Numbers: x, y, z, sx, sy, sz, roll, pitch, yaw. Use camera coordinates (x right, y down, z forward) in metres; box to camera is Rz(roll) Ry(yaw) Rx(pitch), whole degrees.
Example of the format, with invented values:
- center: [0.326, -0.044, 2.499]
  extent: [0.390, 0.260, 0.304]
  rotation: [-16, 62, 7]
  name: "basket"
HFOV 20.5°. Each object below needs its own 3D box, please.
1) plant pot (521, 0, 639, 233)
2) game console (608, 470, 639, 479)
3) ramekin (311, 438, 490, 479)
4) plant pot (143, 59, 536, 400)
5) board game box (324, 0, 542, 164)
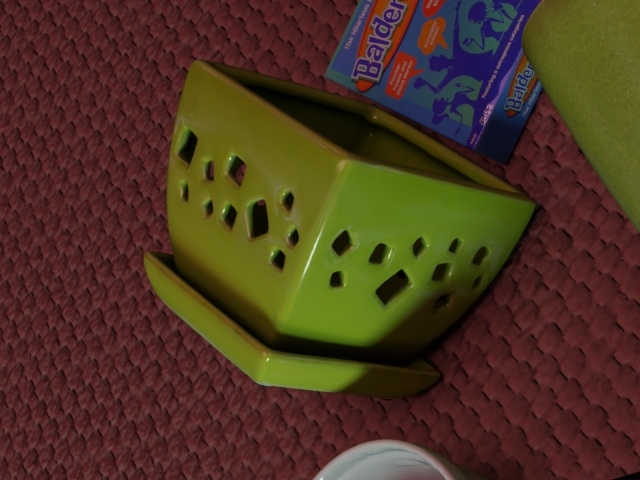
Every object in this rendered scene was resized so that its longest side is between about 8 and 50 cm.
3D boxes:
- center: [0.310, -0.050, 1.156]
  extent: [0.275, 0.275, 0.293]
  rotation: [-30, 71, 34]
  name: "plant pot"
- center: [0.228, 0.226, 1.254]
  extent: [0.122, 0.107, 0.071]
  rotation: [-24, 32, 37]
  name: "game console"
- center: [0.074, 0.264, 1.363]
  extent: [0.207, 0.109, 0.207]
  rotation: [-18, 63, 40]
  name: "ramekin"
- center: [0.000, 0.000, 1.454]
  extent: [0.227, 0.228, 0.207]
  rotation: [35, 108, 45]
  name: "plant pot"
- center: [0.111, -0.176, 1.525]
  extent: [0.210, 0.047, 0.160]
  rotation: [30, 98, 47]
  name: "board game box"
